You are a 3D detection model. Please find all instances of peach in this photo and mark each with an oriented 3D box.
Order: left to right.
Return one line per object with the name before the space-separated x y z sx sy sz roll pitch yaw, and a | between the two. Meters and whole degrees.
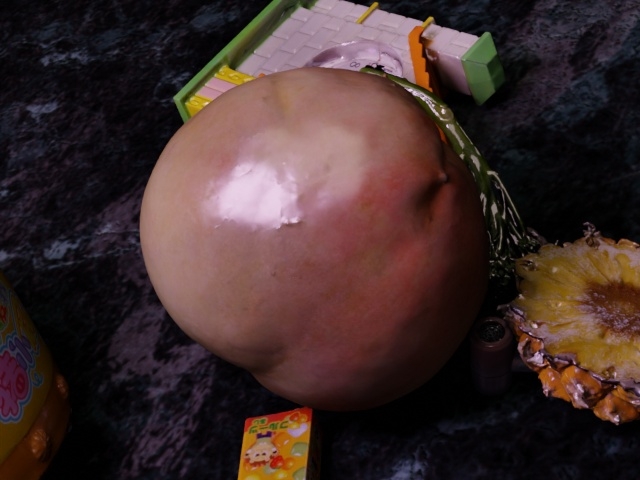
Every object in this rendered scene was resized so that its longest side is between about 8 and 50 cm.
peach | 0.001 0.000 1.379 0.292 0.292 0.247 18 49 39

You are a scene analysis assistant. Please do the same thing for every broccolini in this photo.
broccolini | 0.094 -0.047 1.536 0.123 0.062 0.271 -31 64 -8

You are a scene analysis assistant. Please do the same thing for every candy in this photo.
candy | -0.034 0.198 1.409 0.062 0.038 0.122 -11 43 16

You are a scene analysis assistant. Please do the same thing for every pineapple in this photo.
pineapple | 0.238 0.064 1.372 0.221 0.047 0.221 4 40 -4

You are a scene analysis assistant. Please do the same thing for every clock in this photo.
clock | 0.027 -0.143 1.687 0.255 0.106 0.220 20 58 39

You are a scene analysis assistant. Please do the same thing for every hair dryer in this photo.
hair dryer | 0.179 0.096 1.403 0.114 0.063 0.037 2 48 7

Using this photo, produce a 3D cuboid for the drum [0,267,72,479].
drum | -0.441 0.144 1.455 0.431 0.214 0.431 -20 25 10
